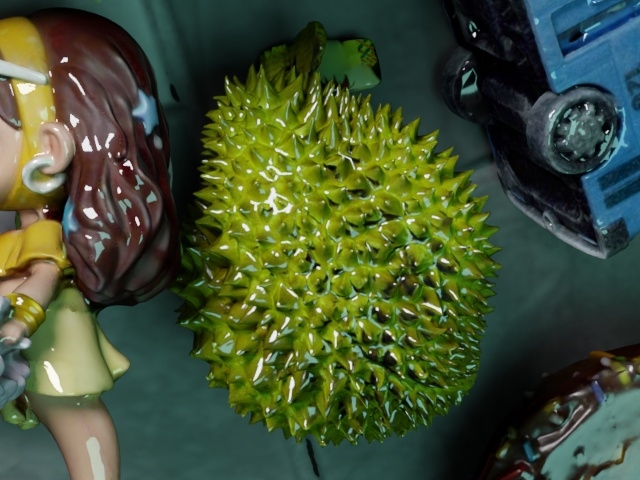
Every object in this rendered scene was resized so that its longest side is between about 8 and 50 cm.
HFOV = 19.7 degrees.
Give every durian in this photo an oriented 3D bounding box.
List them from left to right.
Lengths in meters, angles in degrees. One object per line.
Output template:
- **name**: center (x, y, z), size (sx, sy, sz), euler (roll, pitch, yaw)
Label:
- **durian**: center (0.002, 0.009, 0.876), size (0.146, 0.159, 0.198), euler (-22, 120, -21)

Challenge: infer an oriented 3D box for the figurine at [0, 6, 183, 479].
- **figurine**: center (-0.121, 0.017, 0.822), size (0.115, 0.174, 0.240), euler (3, 89, -14)

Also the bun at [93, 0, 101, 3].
- **bun**: center (-0.088, -0.221, 0.715), size (0.293, 0.187, 0.293), euler (-9, 114, -20)

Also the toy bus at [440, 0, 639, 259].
- **toy bus**: center (0.125, -0.122, 0.900), size (0.133, 0.116, 0.234), euler (-30, 120, -14)

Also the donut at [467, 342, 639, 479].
- **donut**: center (0.186, 0.155, 1.052), size (0.230, 0.096, 0.216), euler (2, 101, -10)
